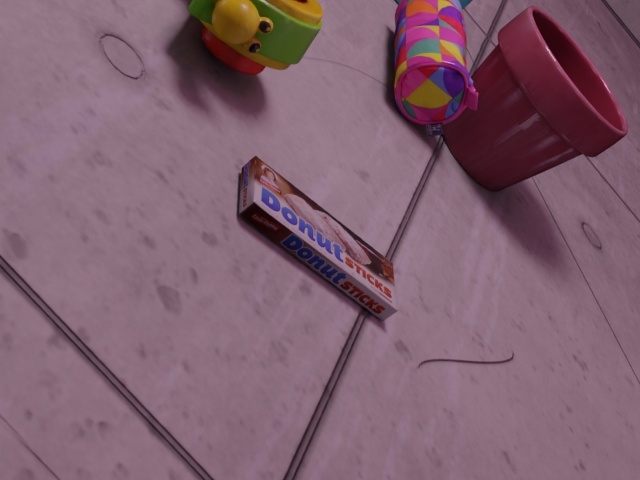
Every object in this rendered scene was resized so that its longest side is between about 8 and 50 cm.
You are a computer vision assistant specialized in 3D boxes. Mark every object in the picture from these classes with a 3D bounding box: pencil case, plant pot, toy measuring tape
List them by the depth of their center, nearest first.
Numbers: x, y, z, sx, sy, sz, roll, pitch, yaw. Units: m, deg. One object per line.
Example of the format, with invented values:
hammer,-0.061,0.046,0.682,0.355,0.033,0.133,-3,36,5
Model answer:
toy measuring tape,-0.051,-0.237,1.084,0.121,0.121,0.330,46,18,-14
pencil case,0.142,-0.233,1.398,0.104,0.104,0.236,40,29,-24
plant pot,0.260,-0.164,1.410,0.201,0.180,0.201,38,30,-26

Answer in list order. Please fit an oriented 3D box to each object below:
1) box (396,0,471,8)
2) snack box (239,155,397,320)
box,0.117,-0.420,1.583,0.244,0.100,0.060,48,27,-8
snack box,0.000,0.000,0.965,0.178,0.022,0.064,37,31,-29
